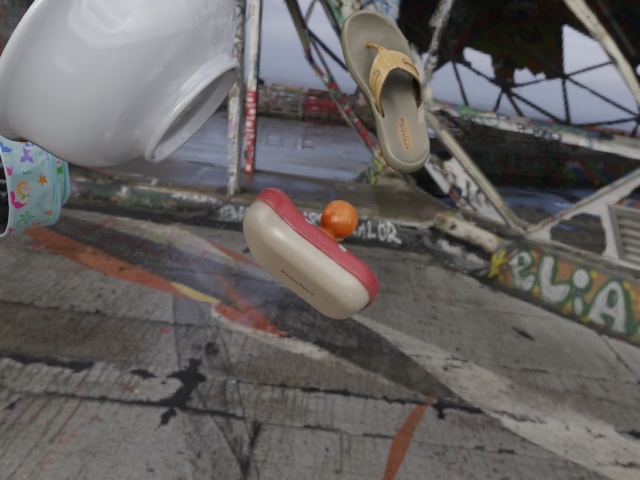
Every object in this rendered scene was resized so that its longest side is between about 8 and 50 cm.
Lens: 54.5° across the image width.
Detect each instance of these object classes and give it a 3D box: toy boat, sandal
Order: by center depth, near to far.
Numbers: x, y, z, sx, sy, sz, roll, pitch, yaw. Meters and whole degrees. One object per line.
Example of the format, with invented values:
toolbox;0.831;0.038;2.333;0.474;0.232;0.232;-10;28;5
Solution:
sandal;0.077;-0.161;0.659;0.072;0.180;0.049;-18;2;-8
toy boat;0.000;0.000;0.937;0.231;0.151;0.151;38;-23;-1

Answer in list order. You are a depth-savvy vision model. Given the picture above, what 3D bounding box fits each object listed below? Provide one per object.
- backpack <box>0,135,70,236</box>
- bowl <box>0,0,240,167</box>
backpack;-0.552;-0.123;1.081;0.253;0.225;0.191;15;22;39
bowl;-0.181;-0.176;0.655;0.134;0.298;0.298;42;15;-6
